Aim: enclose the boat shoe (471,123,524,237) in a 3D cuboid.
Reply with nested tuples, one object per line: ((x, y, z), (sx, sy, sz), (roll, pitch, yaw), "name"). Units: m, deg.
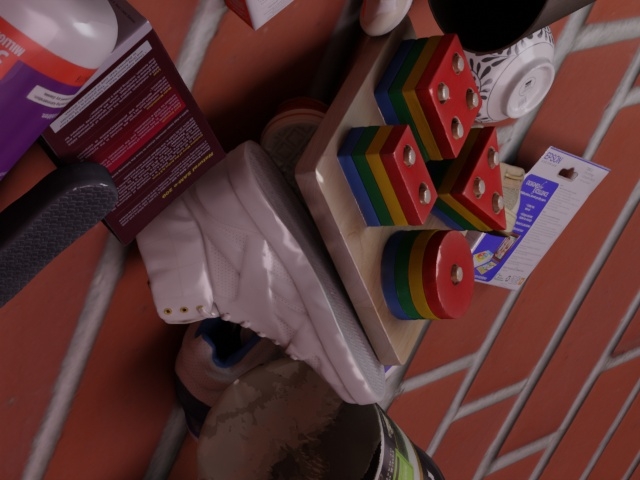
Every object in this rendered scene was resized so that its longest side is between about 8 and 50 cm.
((0.143, -0.089, 2.057), (0.302, 0.109, 0.098), (28, 83, -54), "boat shoe")

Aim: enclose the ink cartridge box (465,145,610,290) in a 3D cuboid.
((0.260, -0.034, 2.349), (0.208, 0.045, 0.206), (-53, 152, 13), "ink cartridge box")

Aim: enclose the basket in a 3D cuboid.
((0.236, -0.303, 1.856), (0.227, 0.154, 0.204), (-21, 139, -47), "basket")

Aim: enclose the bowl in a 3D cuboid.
((0.206, -0.187, 2.033), (0.170, 0.080, 0.170), (-34, 149, -23), "bowl")

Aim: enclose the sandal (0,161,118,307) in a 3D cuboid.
((-0.281, 0.006, 1.584), (0.254, 0.054, 0.097), (-34, 154, 15), "sandal")

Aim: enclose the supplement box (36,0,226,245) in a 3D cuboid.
((-0.180, -0.107, 1.596), (0.130, 0.073, 0.239), (-42, 151, -9), "supplement box")

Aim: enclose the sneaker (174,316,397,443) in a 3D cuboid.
((-0.017, 0.096, 2.032), (0.322, 0.130, 0.236), (-30, 153, -20), "sneaker")

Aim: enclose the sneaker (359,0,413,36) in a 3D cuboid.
((0.063, -0.272, 1.759), (0.075, 0.057, 0.161), (6, 125, -38), "sneaker")

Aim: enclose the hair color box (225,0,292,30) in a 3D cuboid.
((-0.057, -0.255, 1.609), (0.072, 0.043, 0.141), (-40, 153, -14), "hair color box")

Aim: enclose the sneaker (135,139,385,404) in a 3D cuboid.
((-0.066, 0.059, 1.797), (0.169, 0.293, 0.108), (-26, -163, 18), "sneaker")

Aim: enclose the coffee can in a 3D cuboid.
((0.009, 0.262, 1.954), (0.201, 0.201, 0.275), (-45, 150, -3), "coffee can")

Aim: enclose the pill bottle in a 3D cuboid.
((-0.306, -0.090, 1.305), (0.323, 0.181, 0.181), (-48, 153, 11), "pill bottle")

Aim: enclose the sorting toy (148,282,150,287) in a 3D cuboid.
((-0.148, 0.034, 1.892), (0.062, 0.012, 0.083), (-41, 152, -11), "sorting toy")

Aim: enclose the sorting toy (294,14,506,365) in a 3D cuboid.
((0.102, -0.053, 1.813), (0.257, 0.089, 0.255), (-62, 139, -41), "sorting toy")

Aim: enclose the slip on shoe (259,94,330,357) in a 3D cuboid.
((0.000, 0.000, 1.874), (0.123, 0.101, 0.331), (-5, 121, 5), "slip on shoe")
